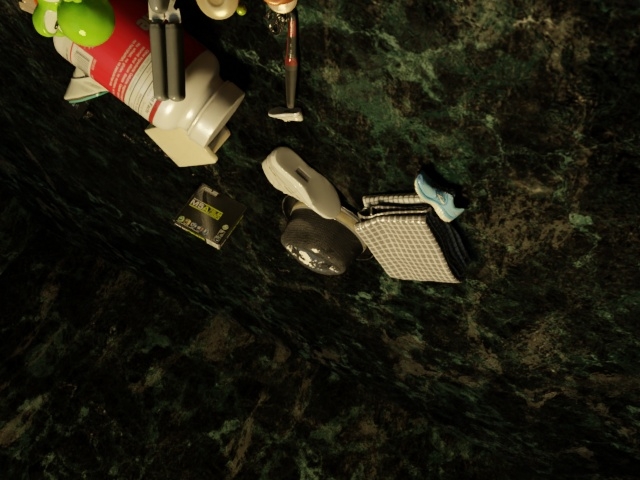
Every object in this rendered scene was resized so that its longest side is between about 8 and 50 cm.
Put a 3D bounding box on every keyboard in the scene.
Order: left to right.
[{"bbox_3d":[-0.848,-0.474,1.924,0.108,0.023,0.180,49,150,-18],"label":"keyboard"}]

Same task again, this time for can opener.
[{"bbox_3d":[-0.333,-0.434,1.147,0.074,0.093,0.280,8,112,17],"label":"can opener"}]

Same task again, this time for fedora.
[{"bbox_3d":[0.000,0.000,1.699,0.334,0.152,0.334,24,152,14],"label":"fedora"}]

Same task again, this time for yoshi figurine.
[{"bbox_3d":[-0.444,-0.534,1.061,0.204,0.203,0.362,6,132,-39],"label":"yoshi figurine"}]

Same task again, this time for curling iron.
[{"bbox_3d":[-0.075,-0.404,1.215,0.068,0.035,0.274,26,153,20],"label":"curling iron"}]

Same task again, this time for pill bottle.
[{"bbox_3d":[-0.396,-0.416,1.316,0.408,0.229,0.229,37,153,-12],"label":"pill bottle"}]

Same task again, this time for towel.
[{"bbox_3d":[0.246,0.002,1.479,0.235,0.121,0.283,2,141,44],"label":"towel"}]

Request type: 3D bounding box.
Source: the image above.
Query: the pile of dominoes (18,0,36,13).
[{"bbox_3d":[-0.676,-0.634,1.446,0.196,0.040,0.251,30,151,-26],"label":"pile of dominoes"}]

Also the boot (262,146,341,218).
[{"bbox_3d":[-0.056,-0.158,1.575,0.258,0.095,0.123,47,157,-12],"label":"boot"}]

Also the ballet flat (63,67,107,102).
[{"bbox_3d":[-0.618,-0.483,1.576,0.401,0.139,0.139,4,143,36],"label":"ballet flat"}]

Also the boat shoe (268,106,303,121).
[{"bbox_3d":[-0.087,-0.315,1.382,0.100,0.035,0.035,6,142,29],"label":"boat shoe"}]

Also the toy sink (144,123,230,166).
[{"bbox_3d":[-0.366,-0.315,1.568,0.234,0.131,0.152,4,143,51],"label":"toy sink"}]

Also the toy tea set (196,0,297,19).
[{"bbox_3d":[-0.189,-0.552,1.039,0.200,0.124,0.336,-35,110,30],"label":"toy tea set"}]

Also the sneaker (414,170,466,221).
[{"bbox_3d":[0.290,-0.118,1.317,0.162,0.063,0.073,39,135,-24],"label":"sneaker"}]

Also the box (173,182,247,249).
[{"bbox_3d":[-0.383,-0.087,1.918,0.191,0.184,0.045,29,156,8],"label":"box"}]
